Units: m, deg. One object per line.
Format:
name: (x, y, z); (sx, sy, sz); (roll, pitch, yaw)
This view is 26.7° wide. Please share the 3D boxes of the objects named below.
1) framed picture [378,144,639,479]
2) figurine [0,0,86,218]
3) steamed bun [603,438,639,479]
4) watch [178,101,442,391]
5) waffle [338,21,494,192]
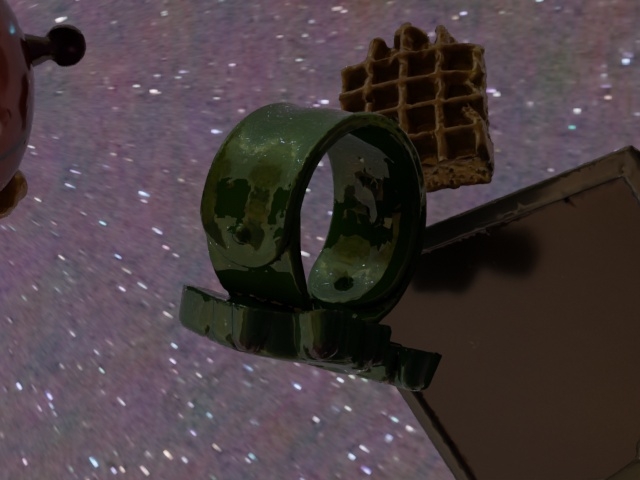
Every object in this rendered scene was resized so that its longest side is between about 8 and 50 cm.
framed picture: (0.140, 0.068, 0.815); (0.017, 0.274, 0.217); (-40, -77, -39)
figurine: (-0.307, -0.109, 0.822); (0.196, 0.323, 0.320); (-36, -113, 23)
steamed bun: (0.226, 0.124, 0.546); (0.211, 0.218, 0.144); (-7, -59, -46)
watch: (0.000, 0.000, 0.793); (0.165, 0.131, 0.152); (16, -96, -50)
waffle: (0.098, -0.142, 1.389); (0.160, 0.211, 0.055); (-9, -38, 17)
